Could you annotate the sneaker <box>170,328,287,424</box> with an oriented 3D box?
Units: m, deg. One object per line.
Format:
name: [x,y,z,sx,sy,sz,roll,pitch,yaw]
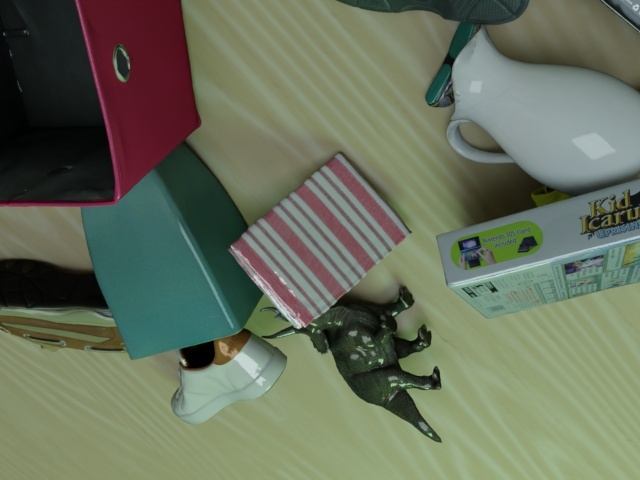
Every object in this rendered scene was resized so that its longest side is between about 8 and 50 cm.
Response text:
sneaker: [-0.166,0.182,0.929,0.123,0.106,0.290,41,138,-12]

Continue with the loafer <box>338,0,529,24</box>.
loafer: [0.092,-0.300,0.681,0.268,0.084,0.096,16,150,6]

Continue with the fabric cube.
fabric cube: [-0.302,-0.201,0.690,0.259,0.258,0.254,1,117,10]

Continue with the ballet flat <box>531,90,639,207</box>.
ballet flat: [0.332,-0.112,0.732,0.077,0.077,0.231,39,120,7]

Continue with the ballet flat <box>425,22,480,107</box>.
ballet flat: [0.161,-0.204,0.734,0.041,0.041,0.114,24,119,-3]

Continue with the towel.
towel: [0.000,0.000,0.816,0.197,0.029,0.144,-41,92,-5]

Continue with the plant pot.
plant pot: [-0.197,0.001,0.837,0.166,0.165,0.234,-16,109,18]

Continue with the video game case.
video game case: [0.281,0.018,0.716,0.244,0.269,0.061,-16,71,19]

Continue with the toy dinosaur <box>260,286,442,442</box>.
toy dinosaur: [0.076,0.164,0.915,0.160,0.121,0.313,-24,116,34]

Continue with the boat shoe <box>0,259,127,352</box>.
boat shoe: [-0.404,0.114,0.955,0.324,0.122,0.119,7,122,8]

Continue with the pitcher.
pitcher: [0.238,-0.118,0.692,0.207,0.125,0.177,31,158,16]

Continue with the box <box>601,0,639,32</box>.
box: [0.335,-0.323,0.596,0.270,0.060,0.216,38,119,-3]
